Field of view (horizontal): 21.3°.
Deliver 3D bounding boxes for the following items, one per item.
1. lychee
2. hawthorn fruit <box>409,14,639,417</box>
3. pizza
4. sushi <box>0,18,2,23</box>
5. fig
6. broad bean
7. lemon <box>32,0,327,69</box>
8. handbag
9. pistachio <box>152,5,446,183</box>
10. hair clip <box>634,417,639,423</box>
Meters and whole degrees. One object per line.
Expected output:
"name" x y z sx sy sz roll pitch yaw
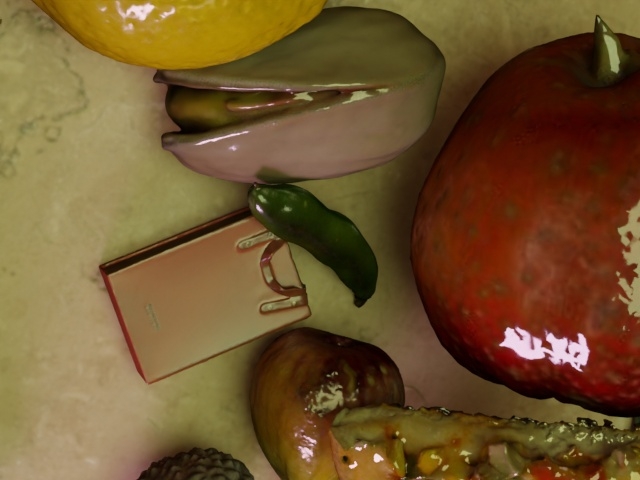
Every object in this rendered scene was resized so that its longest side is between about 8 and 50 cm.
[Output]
"lychee" -0.134 0.299 1.716 0.197 0.165 0.165 -42 117 -46
"hawthorn fruit" 0.280 -0.036 1.692 0.403 0.403 0.402 -4 101 -21
"pizza" 0.246 0.276 1.666 0.440 0.406 0.130 46 37 -36
"sushi" -0.431 -0.187 1.529 0.291 0.131 0.139 -11 102 -28
"fig" -0.013 0.211 1.777 0.159 0.159 0.257 4 120 -23
"broad bean" 0.004 -0.002 1.732 0.065 0.046 0.254 -32 141 14
"lemon" -0.120 -0.309 1.537 0.336 0.336 0.336 -4 101 -21
"handbag" -0.114 0.051 1.736 0.190 0.063 0.127 -22 107 -14
"pistachio" -0.017 -0.137 1.665 0.288 0.197 0.166 -13 101 -8
"hair clip" 0.429 0.313 1.986 0.138 0.091 0.321 -4 100 -18
